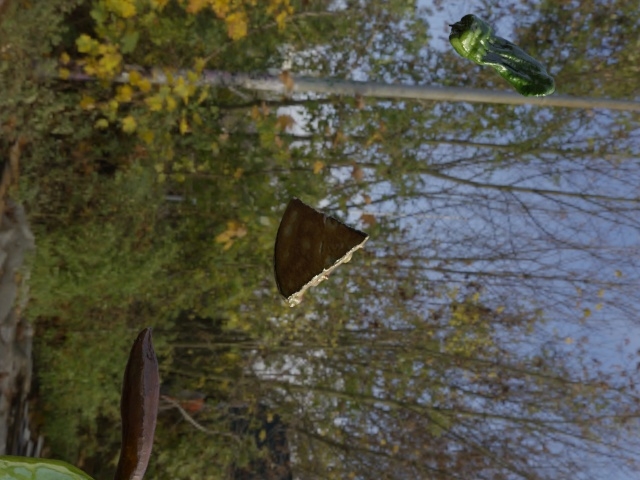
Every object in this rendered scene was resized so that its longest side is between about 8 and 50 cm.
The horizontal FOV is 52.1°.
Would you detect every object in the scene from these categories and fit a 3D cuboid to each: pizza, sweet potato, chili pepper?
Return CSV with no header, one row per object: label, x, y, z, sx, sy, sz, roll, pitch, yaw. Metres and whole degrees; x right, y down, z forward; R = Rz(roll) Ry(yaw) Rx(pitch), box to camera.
pizza,0.000,0.000,1.046,0.036,0.176,0.184,35,41,-54
sweet potato,-0.261,0.255,0.934,0.057,0.057,0.264,119,-26,-70
chili pepper,0.132,-0.135,0.482,0.030,0.091,0.034,-56,-169,11

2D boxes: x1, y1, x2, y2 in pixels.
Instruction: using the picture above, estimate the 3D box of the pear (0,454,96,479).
pear,-0.347,0.428,0.667,0.391,0.391,0.391,-177,-90,-81
